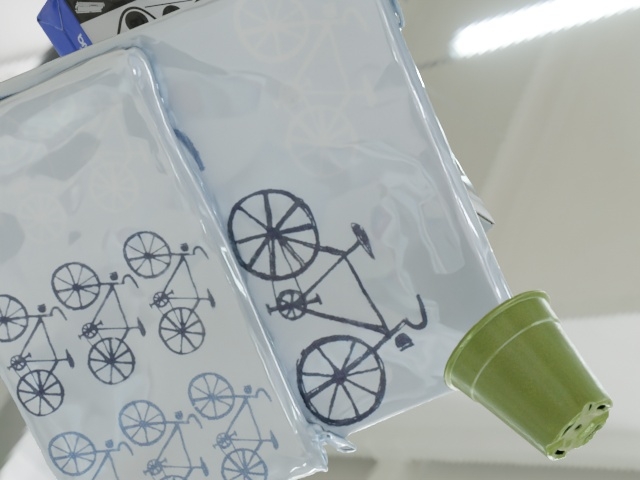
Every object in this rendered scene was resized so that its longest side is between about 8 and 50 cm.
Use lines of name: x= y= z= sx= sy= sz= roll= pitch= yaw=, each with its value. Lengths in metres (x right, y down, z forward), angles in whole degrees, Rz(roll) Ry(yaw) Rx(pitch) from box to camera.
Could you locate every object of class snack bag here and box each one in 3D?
snack bag: x=-0.060 y=0.011 z=0.926 sx=0.343 sy=0.323 sz=0.037 roll=-22 pitch=-167 yaw=6

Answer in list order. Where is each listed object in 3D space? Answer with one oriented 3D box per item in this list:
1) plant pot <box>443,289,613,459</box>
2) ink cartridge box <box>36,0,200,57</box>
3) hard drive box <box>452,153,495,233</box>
plant pot: x=0.130 y=0.086 z=0.855 sx=0.083 sy=0.083 sz=0.079 roll=-43 pitch=-121 yaw=1
ink cartridge box: x=-0.085 y=-0.160 z=1.004 sx=0.207 sy=0.097 sz=0.046 roll=-32 pitch=177 yaw=-37
hard drive box: x=0.000 y=0.000 z=1.103 sx=0.232 sy=0.089 sz=0.181 roll=-47 pitch=-145 yaw=17
